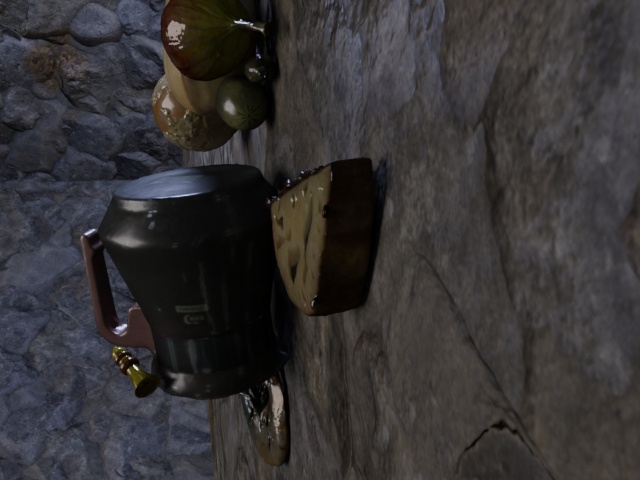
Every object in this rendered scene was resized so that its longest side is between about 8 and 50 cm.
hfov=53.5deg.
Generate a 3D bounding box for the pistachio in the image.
[{"bbox_3d":[-0.221,-0.395,1.232,0.187,0.188,0.299,-135,45,-68],"label":"pistachio"}]

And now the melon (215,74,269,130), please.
[{"bbox_3d":[-0.142,-0.252,1.162,0.130,0.098,0.098,-128,37,-56],"label":"melon"}]

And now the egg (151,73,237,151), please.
[{"bbox_3d":[-0.273,-0.303,1.436,0.245,0.203,0.203,-60,-27,-72],"label":"egg"}]

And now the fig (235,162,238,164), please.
[{"bbox_3d":[-0.228,-0.057,1.491,0.159,0.159,0.257,-147,73,-72],"label":"fig"}]

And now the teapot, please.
[{"bbox_3d":[-0.233,0.070,1.097,0.305,0.376,0.361,-51,-43,-67],"label":"teapot"}]

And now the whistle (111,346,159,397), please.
[{"bbox_3d":[-0.312,0.218,1.073,0.109,0.057,0.046,35,92,39],"label":"whistle"}]

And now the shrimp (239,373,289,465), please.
[{"bbox_3d":[-0.115,0.283,1.222,0.178,0.075,0.289,115,150,-45],"label":"shrimp"}]

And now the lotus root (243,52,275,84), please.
[{"bbox_3d":[-0.105,-0.297,1.097,0.099,0.054,0.049,-124,14,-65],"label":"lotus root"}]

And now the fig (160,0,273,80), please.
[{"bbox_3d":[-0.157,-0.353,1.079,0.143,0.231,0.160,15,-97,-68],"label":"fig"}]

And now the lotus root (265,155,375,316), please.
[{"bbox_3d":[0.000,0.000,0.730,0.261,0.075,0.170,-175,82,-73],"label":"lotus root"}]
